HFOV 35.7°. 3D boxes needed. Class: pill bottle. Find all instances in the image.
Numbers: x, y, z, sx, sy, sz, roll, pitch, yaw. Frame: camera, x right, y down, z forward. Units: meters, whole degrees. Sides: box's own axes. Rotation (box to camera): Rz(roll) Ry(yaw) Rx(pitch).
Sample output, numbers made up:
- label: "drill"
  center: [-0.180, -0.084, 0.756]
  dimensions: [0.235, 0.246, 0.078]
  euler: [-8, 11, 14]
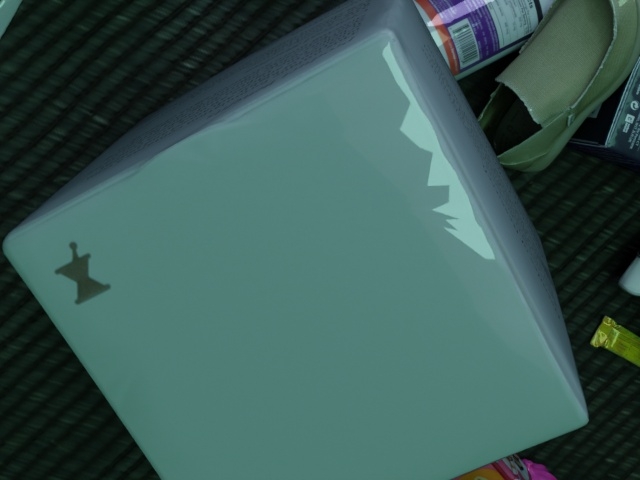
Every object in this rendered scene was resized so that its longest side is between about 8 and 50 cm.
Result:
- label: "pill bottle"
  center: [0.184, -0.251, 1.078]
  dimensions: [0.194, 0.108, 0.108]
  euler: [-28, 104, -7]

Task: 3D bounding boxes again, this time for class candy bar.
- label: "candy bar"
  center: [0.409, 0.146, 1.241]
  dimensions: [0.161, 0.018, 0.040]
  euler: [28, 96, -16]

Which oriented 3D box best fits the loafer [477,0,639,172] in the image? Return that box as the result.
- label: "loafer"
  center: [0.243, -0.167, 1.043]
  dimensions: [0.092, 0.102, 0.268]
  euler: [-15, 144, -33]

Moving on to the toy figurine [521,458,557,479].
- label: "toy figurine"
  center: [0.249, 0.346, 1.210]
  dimensions: [0.173, 0.130, 0.159]
  euler: [-30, 91, 19]

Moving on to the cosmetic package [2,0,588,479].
- label: "cosmetic package"
  center: [0.000, 0.000, 0.891]
  dimensions: [0.329, 0.393, 0.327]
  euler: [-26, 105, 15]

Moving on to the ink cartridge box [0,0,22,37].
- label: "ink cartridge box"
  center: [-0.470, -0.329, 0.954]
  dimensions: [0.385, 0.091, 0.308]
  euler: [29, 92, -32]

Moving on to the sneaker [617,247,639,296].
- label: "sneaker"
  center: [0.484, 0.127, 1.212]
  dimensions: [0.146, 0.122, 0.330]
  euler: [-40, 100, 6]

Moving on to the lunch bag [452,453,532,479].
- label: "lunch bag"
  center: [0.071, 0.268, 1.122]
  dimensions: [0.258, 0.120, 0.293]
  euler: [-40, 100, 16]

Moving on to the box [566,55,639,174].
- label: "box"
  center: [0.388, -0.126, 1.120]
  dimensions: [0.207, 0.153, 0.108]
  euler: [19, 95, -14]
